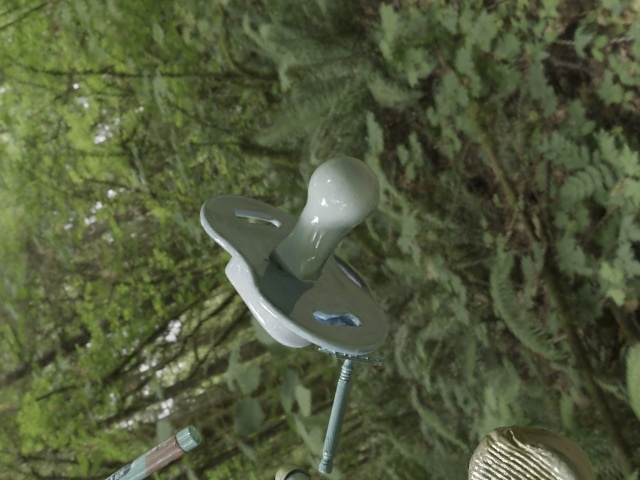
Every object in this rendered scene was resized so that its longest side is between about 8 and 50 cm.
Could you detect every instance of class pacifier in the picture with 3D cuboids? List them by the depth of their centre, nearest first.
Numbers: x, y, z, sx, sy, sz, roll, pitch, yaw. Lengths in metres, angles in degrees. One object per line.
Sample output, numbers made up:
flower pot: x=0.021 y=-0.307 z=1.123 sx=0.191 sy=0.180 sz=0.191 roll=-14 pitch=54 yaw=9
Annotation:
pacifier: x=0.000 y=0.000 z=1.002 sx=0.244 sy=0.233 sz=0.299 roll=3 pitch=-142 yaw=-45

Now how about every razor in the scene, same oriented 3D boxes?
razor: x=0.031 y=0.310 z=1.488 sx=0.068 sy=0.106 sz=0.232 roll=11 pitch=86 yaw=61

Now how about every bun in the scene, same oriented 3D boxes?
bun: x=0.291 y=0.331 z=1.105 sx=0.113 sy=0.166 sz=0.173 roll=7 pitch=-124 yaw=-61

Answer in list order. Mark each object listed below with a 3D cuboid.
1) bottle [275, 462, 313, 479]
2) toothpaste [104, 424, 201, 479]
bottle: x=0.022 y=0.310 z=0.870 sx=0.270 sy=0.083 sz=0.083 roll=16 pitch=136 yaw=60
toothpaste: x=-0.282 y=0.359 z=1.286 sx=0.036 sy=0.205 sz=0.056 roll=55 pitch=-172 yaw=-18
